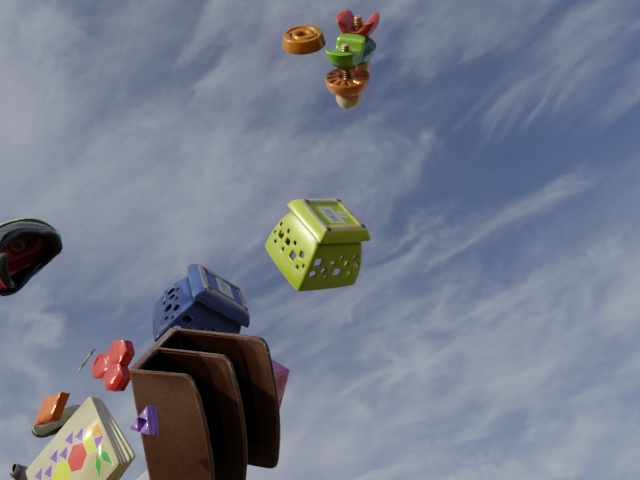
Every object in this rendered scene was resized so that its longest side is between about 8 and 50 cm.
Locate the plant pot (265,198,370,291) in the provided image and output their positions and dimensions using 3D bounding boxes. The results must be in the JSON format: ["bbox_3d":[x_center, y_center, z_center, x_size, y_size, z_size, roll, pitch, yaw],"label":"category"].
[{"bbox_3d":[0.000,0.000,1.682,0.227,0.228,0.207,-3,-51,-38],"label":"plant pot"}]

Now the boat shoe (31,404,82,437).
[{"bbox_3d":[-0.583,0.409,1.268,0.133,0.048,0.042,-11,-22,-38],"label":"boat shoe"}]

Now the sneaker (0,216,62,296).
[{"bbox_3d":[-0.898,0.079,1.445,0.202,0.483,0.185,8,-52,42],"label":"sneaker"}]

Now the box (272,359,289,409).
[{"bbox_3d":[-0.225,0.467,1.584,0.214,0.117,0.242,6,-78,-50],"label":"box"}]

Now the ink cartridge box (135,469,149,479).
[{"bbox_3d":[-0.411,0.709,1.341,0.117,0.201,0.277,12,-90,7],"label":"ink cartridge box"}]

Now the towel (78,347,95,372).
[{"bbox_3d":[-0.825,0.422,1.974,0.009,0.060,0.083,35,-88,-13],"label":"towel"}]

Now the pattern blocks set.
[{"bbox_3d":[-0.362,0.339,0.839,0.325,0.285,0.026,-42,-37,10],"label":"pattern blocks set"}]

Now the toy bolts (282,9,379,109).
[{"bbox_3d":[0.040,-0.430,1.331,0.219,0.228,0.158,18,-40,22],"label":"toy bolts"}]

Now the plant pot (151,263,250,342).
[{"bbox_3d":[-0.355,0.221,1.699,0.236,0.236,0.212,35,-81,-28],"label":"plant pot"}]

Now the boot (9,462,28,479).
[{"bbox_3d":[-0.843,0.684,1.592,0.042,0.118,0.087,-49,-59,-16],"label":"boot"}]

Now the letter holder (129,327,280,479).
[{"bbox_3d":[-0.198,0.336,1.032,0.215,0.152,0.301,3,-69,14],"label":"letter holder"}]
